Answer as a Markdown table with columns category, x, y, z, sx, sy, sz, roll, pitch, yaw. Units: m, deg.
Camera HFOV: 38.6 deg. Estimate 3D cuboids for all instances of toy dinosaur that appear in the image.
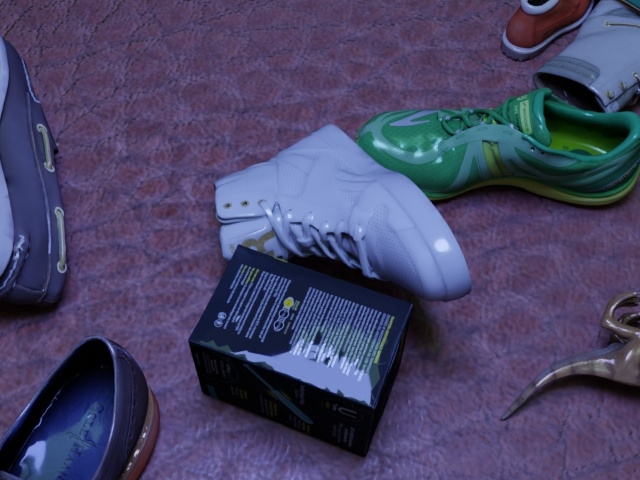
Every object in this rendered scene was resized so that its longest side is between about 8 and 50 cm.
| category | x | y | z | sx | sy | sz | roll | pitch | yaw |
| --- | --- | --- | --- | --- | --- | --- | --- | --- | --- |
| toy dinosaur | 0.272 | 0.108 | 0.825 | 0.212 | 0.064 | 0.112 | 5 | 59 | 2 |

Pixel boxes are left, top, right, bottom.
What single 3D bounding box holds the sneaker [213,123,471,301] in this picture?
| category | x | y | z | sx | sy | sz | roll | pitch | yaw |
| --- | --- | --- | --- | --- | --- | --- | --- | --- | --- |
| sneaker | 0.000 | 0.000 | 0.828 | 0.169 | 0.108 | 0.292 | -26 | 32 | -13 |

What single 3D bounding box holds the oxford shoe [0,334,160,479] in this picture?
| category | x | y | z | sx | sy | sz | roll | pitch | yaw |
| --- | --- | --- | --- | --- | --- | --- | --- | --- | --- |
| oxford shoe | -0.236 | 0.236 | 0.686 | 0.130 | 0.132 | 0.363 | 14 | 59 | 6 |

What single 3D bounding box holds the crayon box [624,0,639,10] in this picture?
| category | x | y | z | sx | sy | sz | roll | pitch | yaw |
| --- | --- | --- | --- | --- | --- | --- | --- | --- | --- |
| crayon box | 0.409 | -0.419 | 1.099 | 0.313 | 0.106 | 0.363 | -28 | 54 | -23 |

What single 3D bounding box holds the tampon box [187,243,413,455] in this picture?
| category | x | y | z | sx | sy | sz | roll | pitch | yaw |
| --- | --- | --- | --- | --- | --- | --- | --- | --- | --- |
| tampon box | -0.015 | 0.095 | 0.789 | 0.161 | 0.120 | 0.101 | 19 | 60 | 10 |

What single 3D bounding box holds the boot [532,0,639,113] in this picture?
| category | x | y | z | sx | sy | sz | roll | pitch | yaw |
| --- | --- | --- | --- | --- | --- | --- | --- | --- | --- |
| boot | 0.359 | -0.174 | 0.999 | 0.213 | 0.077 | 0.165 | 33 | 62 | 24 |

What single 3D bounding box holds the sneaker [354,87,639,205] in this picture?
| category | x | y | z | sx | sy | sz | roll | pitch | yaw |
| --- | --- | --- | --- | --- | --- | --- | --- | --- | --- |
| sneaker | 0.182 | -0.108 | 0.922 | 0.296 | 0.123 | 0.109 | 2 | 57 | -1 |

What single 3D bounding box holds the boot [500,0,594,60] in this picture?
| category | x | y | z | sx | sy | sz | roll | pitch | yaw |
| --- | --- | --- | --- | --- | --- | --- | --- | --- | --- |
| boot | 0.275 | -0.281 | 1.060 | 0.059 | 0.084 | 0.158 | 36 | 62 | 21 |

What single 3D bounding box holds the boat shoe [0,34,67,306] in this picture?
| category | x | y | z | sx | sy | sz | roll | pitch | yaw |
| --- | --- | --- | --- | --- | --- | --- | --- | --- | --- |
| boat shoe | -0.313 | -0.078 | 0.906 | 0.117 | 0.097 | 0.324 | -36 | 52 | 24 |
